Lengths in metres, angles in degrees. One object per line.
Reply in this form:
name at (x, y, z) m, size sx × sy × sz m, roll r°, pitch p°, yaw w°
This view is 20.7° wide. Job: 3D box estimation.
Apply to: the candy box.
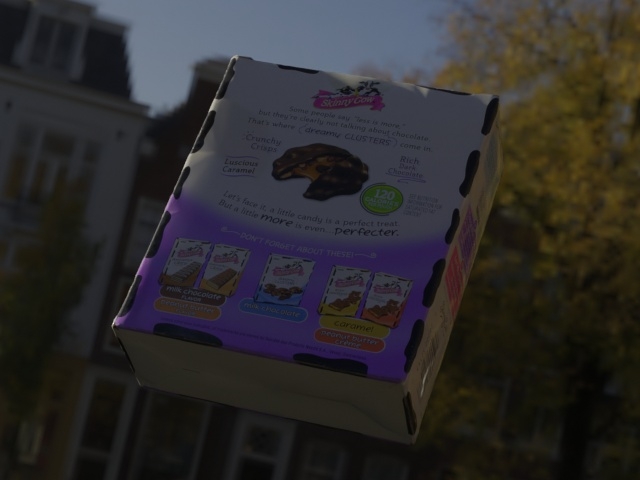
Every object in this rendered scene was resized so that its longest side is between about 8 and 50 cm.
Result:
candy box at (0.000, 0.000, 0.981) m, size 0.164 × 0.196 × 0.070 m, roll 11°, pitch -33°, yaw 17°
